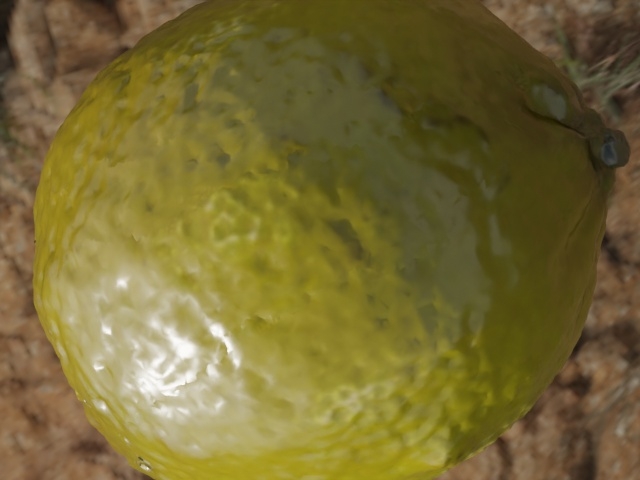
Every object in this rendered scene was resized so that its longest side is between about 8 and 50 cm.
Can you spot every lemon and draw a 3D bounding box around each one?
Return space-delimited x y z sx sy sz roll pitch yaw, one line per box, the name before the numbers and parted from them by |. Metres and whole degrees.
lemon | 0.000 0.000 0.625 0.231 0.192 0.192 -18 96 22
